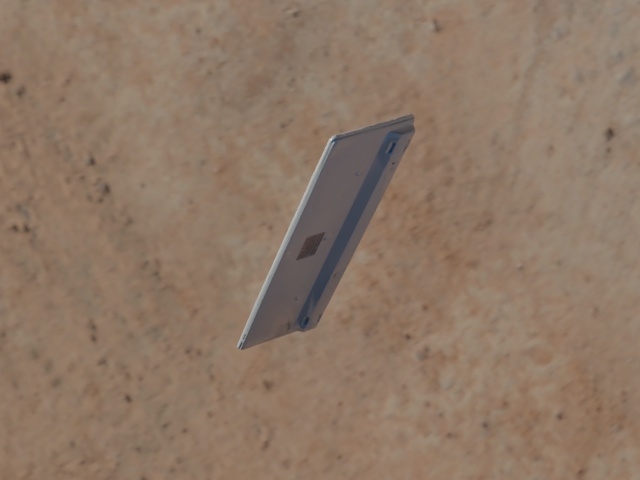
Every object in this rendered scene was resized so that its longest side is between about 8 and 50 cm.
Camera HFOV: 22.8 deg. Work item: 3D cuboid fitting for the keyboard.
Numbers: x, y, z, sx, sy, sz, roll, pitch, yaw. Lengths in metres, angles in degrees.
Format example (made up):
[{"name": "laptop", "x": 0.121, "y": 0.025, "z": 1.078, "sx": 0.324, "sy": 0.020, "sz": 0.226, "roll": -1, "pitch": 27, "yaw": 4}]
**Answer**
[{"name": "keyboard", "x": 0.000, "y": 0.000, "z": 1.164, "sx": 0.014, "sy": 0.072, "sz": 0.256, "roll": 61, "pitch": 147, "yaw": 28}]
